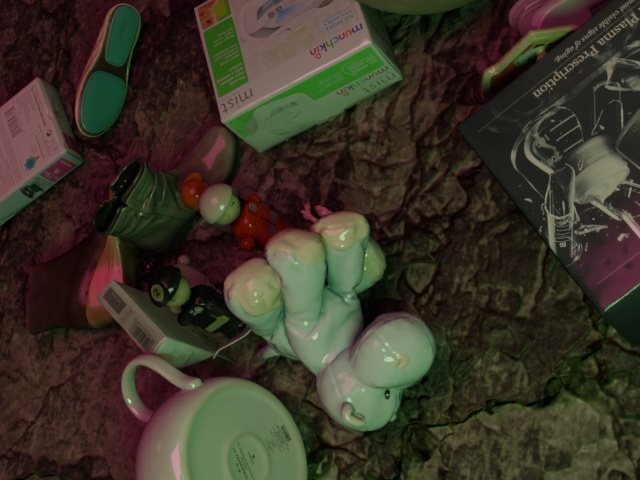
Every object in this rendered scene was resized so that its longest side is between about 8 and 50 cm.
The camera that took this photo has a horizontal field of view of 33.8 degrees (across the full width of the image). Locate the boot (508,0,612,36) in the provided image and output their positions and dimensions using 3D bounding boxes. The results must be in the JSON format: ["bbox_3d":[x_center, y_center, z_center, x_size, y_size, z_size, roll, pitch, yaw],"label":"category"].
[{"bbox_3d":[0.378,-0.341,1.415,0.258,0.095,0.123,-24,29,-3],"label":"boot"}]

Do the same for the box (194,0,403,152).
[{"bbox_3d":[-0.036,-0.300,1.614,0.262,0.127,0.231,-24,60,18],"label":"box"}]

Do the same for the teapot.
[{"bbox_3d":[-0.156,0.304,1.394,0.187,0.252,0.256,-22,50,42],"label":"teapot"}]

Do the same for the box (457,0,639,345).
[{"bbox_3d":[0.404,-0.109,1.264,0.343,0.179,0.312,-40,59,12],"label":"box"}]

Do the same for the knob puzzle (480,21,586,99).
[{"bbox_3d":[0.294,-0.220,1.373,0.213,0.213,0.030,-25,75,19],"label":"knob puzzle"}]

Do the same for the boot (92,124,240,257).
[{"bbox_3d":[-0.234,-0.091,1.624,0.083,0.161,0.247,34,90,33],"label":"boot"}]

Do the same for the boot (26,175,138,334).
[{"bbox_3d":[-0.393,0.025,1.713,0.206,0.090,0.249,-10,72,24],"label":"boot"}]

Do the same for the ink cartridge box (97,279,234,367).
[{"bbox_3d":[-0.223,0.132,1.525,0.045,0.179,0.145,-50,57,2],"label":"ink cartridge box"}]

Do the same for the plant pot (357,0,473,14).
[{"bbox_3d":[0.133,-0.522,1.436,0.323,0.280,0.323,0,65,0],"label":"plant pot"}]

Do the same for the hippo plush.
[{"bbox_3d":[0.008,0.131,1.351,0.294,0.234,0.236,-47,61,17],"label":"hippo plush"}]

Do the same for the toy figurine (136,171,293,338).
[{"bbox_3d":[-0.164,0.015,1.514,0.213,0.148,0.209,-60,25,0],"label":"toy figurine"}]

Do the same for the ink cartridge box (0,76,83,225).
[{"bbox_3d":[-0.579,-0.130,1.892,0.311,0.065,0.186,-34,59,12],"label":"ink cartridge box"}]

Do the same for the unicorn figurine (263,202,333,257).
[{"bbox_3d":[0.000,0.000,1.529,0.162,0.060,0.111,-46,65,24],"label":"unicorn figurine"}]

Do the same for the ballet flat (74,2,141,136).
[{"bbox_3d":[-0.376,-0.294,1.837,0.086,0.086,0.249,11,76,32],"label":"ballet flat"}]
